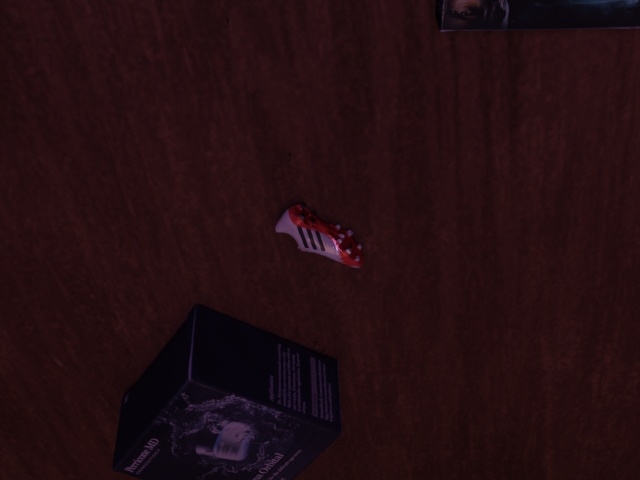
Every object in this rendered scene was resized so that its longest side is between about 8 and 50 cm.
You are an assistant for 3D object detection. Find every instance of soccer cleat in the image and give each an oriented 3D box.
[{"bbox_3d":[0.000,0.000,0.754,0.083,0.029,0.035,33,131,-25],"label":"soccer cleat"}]

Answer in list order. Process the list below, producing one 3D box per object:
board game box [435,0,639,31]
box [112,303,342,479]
[{"bbox_3d":[0.173,-0.197,0.588,0.186,0.026,0.126,-2,131,-3],"label":"board game box"},{"bbox_3d":[-0.088,0.163,0.850,0.158,0.093,0.156,25,126,-22],"label":"box"}]
